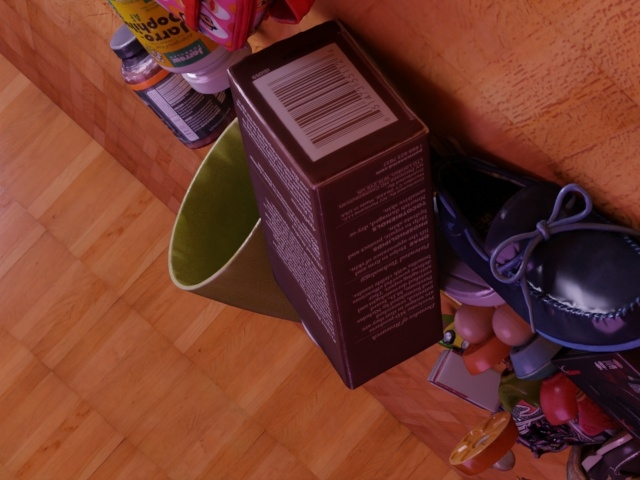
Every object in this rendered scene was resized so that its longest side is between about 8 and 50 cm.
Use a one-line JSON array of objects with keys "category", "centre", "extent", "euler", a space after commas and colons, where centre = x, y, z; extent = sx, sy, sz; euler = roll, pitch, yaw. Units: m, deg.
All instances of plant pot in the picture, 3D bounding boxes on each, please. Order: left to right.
[{"category": "plant pot", "centre": [0.000, 0.000, 1.955], "extent": [0.294, 0.274, 0.275], "euler": [28, 177, -25]}]

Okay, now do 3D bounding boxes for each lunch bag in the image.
[{"category": "lunch bag", "centre": [-0.117, -0.294, 1.459], "extent": [0.258, 0.120, 0.293], "euler": [38, 172, 0]}]

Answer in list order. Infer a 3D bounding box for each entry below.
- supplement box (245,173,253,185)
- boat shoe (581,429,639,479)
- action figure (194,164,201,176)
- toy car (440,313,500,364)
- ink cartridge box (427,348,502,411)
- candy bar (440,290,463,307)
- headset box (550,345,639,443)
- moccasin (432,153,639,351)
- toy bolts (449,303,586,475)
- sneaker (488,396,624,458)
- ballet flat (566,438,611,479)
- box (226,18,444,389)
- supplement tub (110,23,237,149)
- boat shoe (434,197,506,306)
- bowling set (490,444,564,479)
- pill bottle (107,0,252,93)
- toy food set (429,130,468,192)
[{"category": "supplement box", "centre": [-0.048, -0.101, 2.059], "extent": [0.062, 0.098, 0.036], "euler": [43, -175, -10]}, {"category": "boat shoe", "centre": [0.401, 0.286, 1.963], "extent": [0.068, 0.081, 0.227], "euler": [58, 170, 15]}, {"category": "action figure", "centre": [-0.038, -0.043, 2.147], "extent": [0.285, 0.099, 0.185], "euler": [46, 127, -2]}, {"category": "toy car", "centre": [0.178, 0.125, 2.232], "extent": [0.239, 0.053, 0.225], "euler": [24, 176, 20]}, {"category": "ink cartridge box", "centre": [0.215, 0.202, 2.194], "extent": [0.099, 0.056, 0.135], "euler": [27, 176, 1]}, {"category": "candy bar", "centre": [0.163, 0.057, 2.161], "extent": [0.161, 0.018, 0.040], "euler": [40, 173, 16]}, {"category": "headset box", "centre": [0.391, 0.173, 1.468], "extent": [0.293, 0.110, 0.218], "euler": [43, 170, -2]}, {"category": "moccasin", "centre": [0.198, 0.007, 1.441], "extent": [0.117, 0.138, 0.342], "euler": [53, 166, -30]}, {"category": "toy bolts", "centre": [0.228, 0.166, 1.912], "extent": [0.158, 0.218, 0.228], "euler": [50, 152, -7]}, {"category": "sneaker", "centre": [0.325, 0.251, 2.095], "extent": [0.121, 0.112, 0.299], "euler": [43, 170, -5]}, {"category": "ballet flat", "centre": [0.479, 0.380, 2.075], "extent": [0.348, 0.123, 0.123], "euler": [36, 169, 33]}, {"category": "box", "centre": [0.025, -0.028, 1.620], "extent": [0.191, 0.143, 0.381], "euler": [54, 164, 33]}, {"category": "supplement tub", "centre": [-0.210, -0.229, 2.145], "extent": [0.198, 0.106, 0.106], "euler": [48, 169, -31]}, {"category": "boat shoe", "centre": [0.167, 0.007, 1.740], "extent": [0.094, 0.109, 0.302], "euler": [24, -174, -27]}, {"category": "bowling set", "centre": [0.311, 0.357, 2.404], "extent": [0.287, 0.200, 0.154], "euler": [47, 172, -3]}, {"category": "pill bottle", "centre": [-0.166, -0.268, 1.744], "extent": [0.117, 0.117, 0.208], "euler": [33, 167, 44]}, {"category": "toy food set", "centre": [0.102, -0.094, 1.668], "extent": [0.192, 0.038, 0.132], "euler": [32, 166, 48]}]
